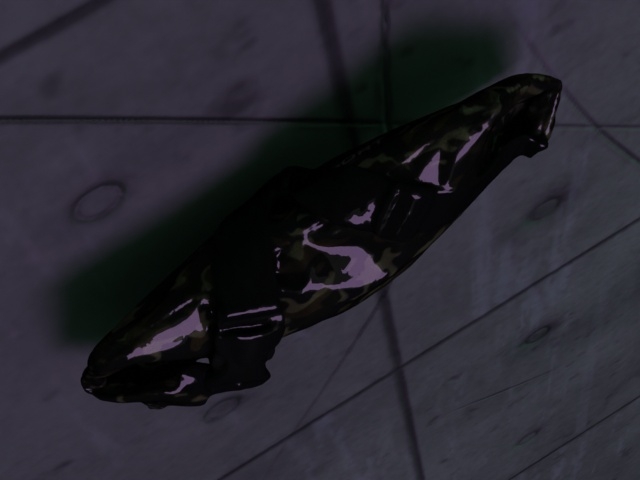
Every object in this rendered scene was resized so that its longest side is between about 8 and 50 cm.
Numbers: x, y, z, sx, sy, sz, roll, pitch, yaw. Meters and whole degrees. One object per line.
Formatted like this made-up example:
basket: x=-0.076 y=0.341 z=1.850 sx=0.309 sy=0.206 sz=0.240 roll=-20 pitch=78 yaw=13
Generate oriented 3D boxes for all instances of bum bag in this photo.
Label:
bum bag: x=0.000 y=0.000 z=0.596 sx=0.248 sy=0.069 sz=0.102 roll=-38 pitch=155 yaw=4
